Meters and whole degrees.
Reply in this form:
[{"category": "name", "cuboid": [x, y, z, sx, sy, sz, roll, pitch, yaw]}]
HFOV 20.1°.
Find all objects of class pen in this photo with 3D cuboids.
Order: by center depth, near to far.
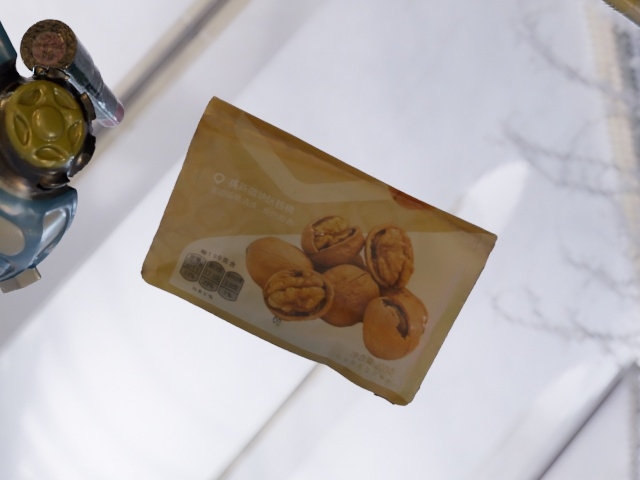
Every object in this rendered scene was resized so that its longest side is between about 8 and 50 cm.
[{"category": "pen", "cuboid": [0.355, -0.245, 1.977, 0.040, 0.032, 0.233, 27, 1, 45]}]

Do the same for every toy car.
[{"category": "toy car", "cuboid": [-0.272, -0.099, 1.084, 0.198, 0.166, 0.314, -12, -74, 55]}]

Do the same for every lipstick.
[{"category": "lipstick", "cuboid": [-0.224, -0.150, 1.714, 0.053, 0.053, 0.234, 38, -3, 14]}]

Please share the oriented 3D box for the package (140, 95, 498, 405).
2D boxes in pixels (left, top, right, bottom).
[{"category": "package", "cuboid": [0.006, -0.012, 1.821, 0.311, 0.221, 0.165, 24, 31, 1]}]
